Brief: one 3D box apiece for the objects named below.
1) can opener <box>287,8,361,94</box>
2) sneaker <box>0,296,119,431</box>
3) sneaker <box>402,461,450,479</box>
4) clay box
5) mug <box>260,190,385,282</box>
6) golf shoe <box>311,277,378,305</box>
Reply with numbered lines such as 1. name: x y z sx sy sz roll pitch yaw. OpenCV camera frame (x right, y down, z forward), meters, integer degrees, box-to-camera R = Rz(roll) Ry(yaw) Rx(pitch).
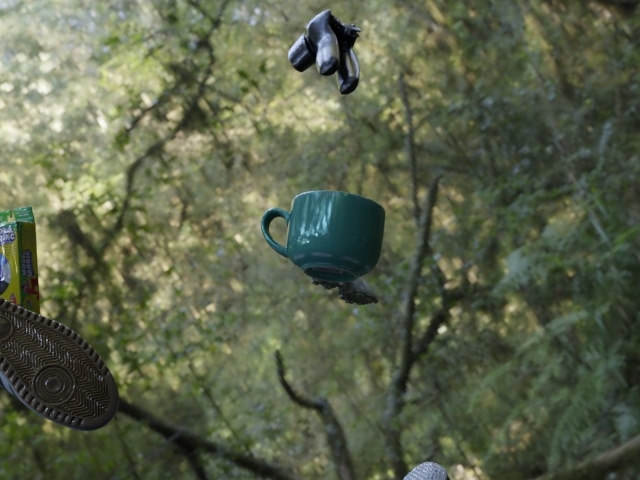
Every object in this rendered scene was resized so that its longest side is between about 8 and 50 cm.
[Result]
1. can opener: 0.014 -0.178 1.067 0.073 0.059 0.186 -53 21 14
2. sneaker: -0.369 0.142 1.286 0.099 0.282 0.153 -59 3 -29
3. sneaker: 0.141 0.385 1.252 0.101 0.153 0.269 -84 9 -73
4. clay box: -0.580 0.052 1.997 0.127 0.222 0.053 -9 -6 32
5. mug: 0.009 0.002 1.476 0.157 0.097 0.129 -10 -25 43
6. golf shoe: 0.053 0.062 1.972 0.069 0.086 0.176 -8 -27 32
